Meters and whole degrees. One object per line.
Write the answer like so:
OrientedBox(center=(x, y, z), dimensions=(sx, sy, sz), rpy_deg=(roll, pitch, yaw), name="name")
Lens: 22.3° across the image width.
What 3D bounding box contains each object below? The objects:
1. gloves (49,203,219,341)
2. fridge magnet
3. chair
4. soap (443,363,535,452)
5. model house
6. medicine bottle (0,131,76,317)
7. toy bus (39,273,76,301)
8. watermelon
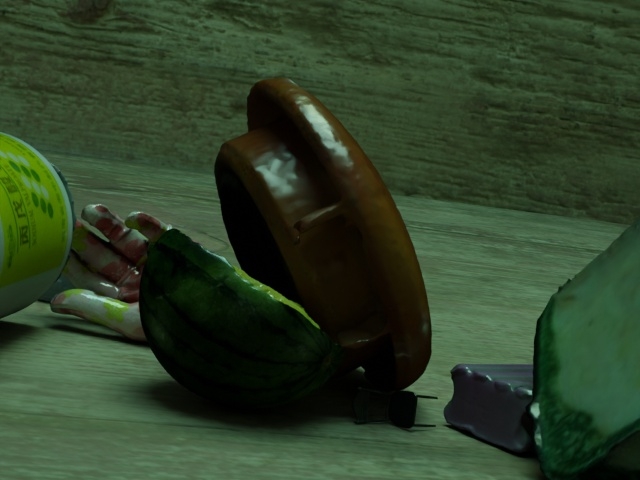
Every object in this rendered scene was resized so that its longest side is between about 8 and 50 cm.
OrientedBox(center=(-0.210, 0.043, 1.855), dimensions=(0.241, 0.145, 0.126), rpy_deg=(23, -2, 20), name="gloves")
OrientedBox(center=(0.000, 0.000, 1.731), dimensions=(0.155, 0.363, 0.363), rpy_deg=(-25, 17, -12), name="fridge magnet")
OrientedBox(center=(0.076, 0.167, 1.612), dimensions=(0.086, 0.037, 0.042), rpy_deg=(8, -5, -39), name="chair")
OrientedBox(center=(0.239, 0.170, 1.669), dimensions=(0.203, 0.065, 0.122), rpy_deg=(3, 10, -38), name="soap")
OrientedBox(center=(0.375, 0.151, 1.502), dimensions=(0.284, 0.243, 0.298), rpy_deg=(33, 29, -15), name="model house")
OrientedBox(center=(-0.403, -0.002, 1.635), dimensions=(0.213, 0.213, 0.379), rpy_deg=(10, 8, 9), name="medicine bottle")
OrientedBox(center=(-0.249, 0.056, 1.962), dimensions=(0.190, 0.064, 0.075), rpy_deg=(11, 14, 15), name="toy bus")
OrientedBox(center=(-0.098, 0.089, 1.584), dimensions=(0.232, 0.127, 0.204), rpy_deg=(31, -13, 9), name="watermelon")
